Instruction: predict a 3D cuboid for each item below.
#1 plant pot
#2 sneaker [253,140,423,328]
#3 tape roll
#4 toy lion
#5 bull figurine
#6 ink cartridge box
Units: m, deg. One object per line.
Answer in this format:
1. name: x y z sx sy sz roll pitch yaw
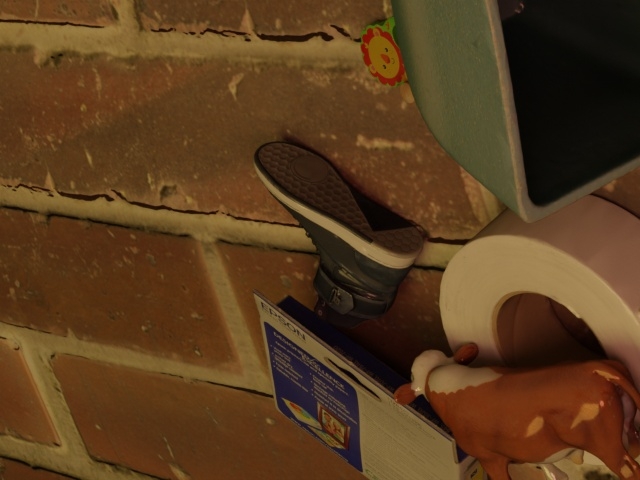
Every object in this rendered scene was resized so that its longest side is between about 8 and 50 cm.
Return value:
1. plant pot: 0.187 -0.207 1.717 0.252 0.247 0.247 34 145 51
2. sneaker: -0.001 0.001 2.218 0.226 0.086 0.163 38 140 16
3. tape roll: 0.264 0.090 1.997 0.286 0.100 0.286 28 138 29
4. toy lion: 0.080 -0.197 2.010 0.096 0.034 0.100 42 144 25
5. bull figurine: 0.214 0.191 1.972 0.310 0.101 0.188 -8 119 53
6. ink cartridge box: 0.063 0.195 2.274 0.303 0.072 0.307 36 156 22
